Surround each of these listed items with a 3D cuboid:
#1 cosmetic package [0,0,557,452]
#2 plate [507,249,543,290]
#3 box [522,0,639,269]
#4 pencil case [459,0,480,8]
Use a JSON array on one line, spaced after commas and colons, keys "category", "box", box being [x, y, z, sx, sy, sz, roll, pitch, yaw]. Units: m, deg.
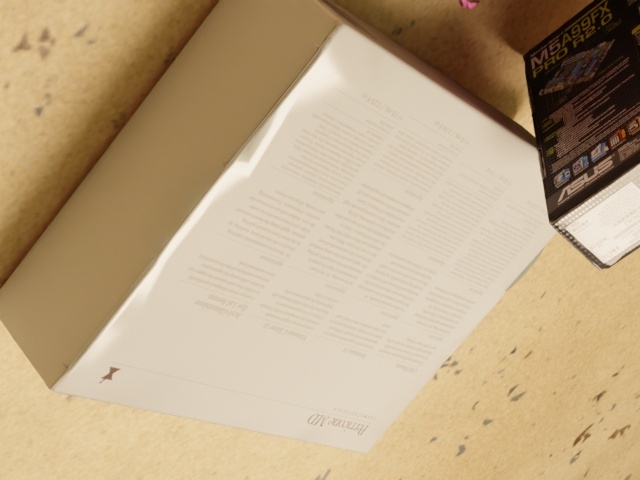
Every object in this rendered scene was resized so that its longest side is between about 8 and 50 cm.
[{"category": "cosmetic package", "box": [0.000, 0.000, 1.022, 0.284, 0.097, 0.377, -52, 146, 10]}, {"category": "plate", "box": [0.146, 0.006, 1.259, 0.188, 0.024, 0.188, -28, 144, -23]}, {"category": "box", "box": [0.265, -0.131, 0.990, 0.270, 0.216, 0.060, -38, 118, 26]}, {"category": "pencil case", "box": [0.177, -0.204, 0.932, 0.209, 0.095, 0.098, -11, -179, 0]}]
